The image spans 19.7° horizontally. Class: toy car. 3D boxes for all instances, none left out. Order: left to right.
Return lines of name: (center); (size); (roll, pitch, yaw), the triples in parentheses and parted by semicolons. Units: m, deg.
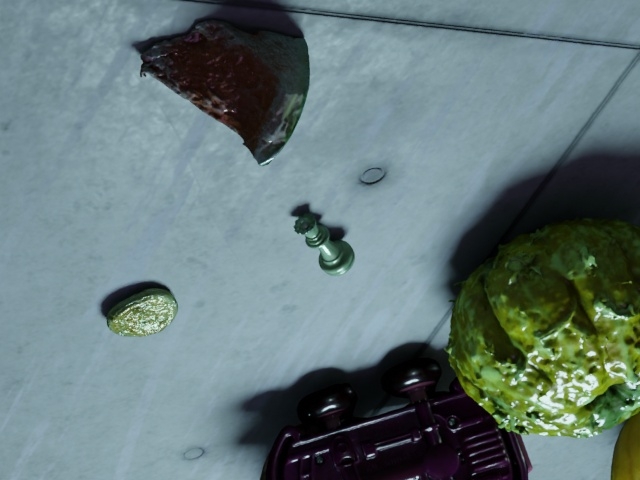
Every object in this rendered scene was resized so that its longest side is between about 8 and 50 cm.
toy car: (0.085, 0.316, 2.334); (0.340, 0.271, 0.240); (-14, 164, -7)

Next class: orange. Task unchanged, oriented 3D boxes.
orange: (0.305, 0.105, 2.149); (0.300, 0.223, 0.301); (6, 138, -40)

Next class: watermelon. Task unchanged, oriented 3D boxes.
watermelon: (-0.076, -0.162, 1.751); (0.158, 0.121, 0.098); (34, 113, 2)

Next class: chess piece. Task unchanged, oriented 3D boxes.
chess piece: (0.000, 0.000, 2.018); (0.042, 0.042, 0.093); (-28, 138, 14)

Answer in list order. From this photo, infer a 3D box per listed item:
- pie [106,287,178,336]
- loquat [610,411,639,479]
pie: (-0.199, 0.081, 2.050); (0.084, 0.021, 0.084); (-16, 147, -11)
loquat: (0.564, 0.346, 2.498); (0.328, 0.359, 0.328); (-9, 120, -15)
